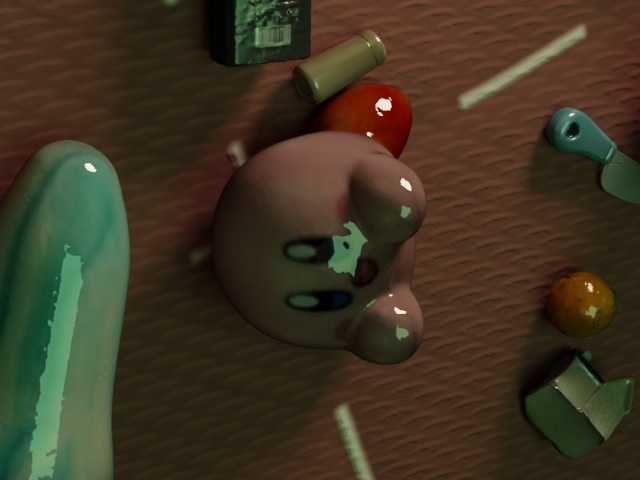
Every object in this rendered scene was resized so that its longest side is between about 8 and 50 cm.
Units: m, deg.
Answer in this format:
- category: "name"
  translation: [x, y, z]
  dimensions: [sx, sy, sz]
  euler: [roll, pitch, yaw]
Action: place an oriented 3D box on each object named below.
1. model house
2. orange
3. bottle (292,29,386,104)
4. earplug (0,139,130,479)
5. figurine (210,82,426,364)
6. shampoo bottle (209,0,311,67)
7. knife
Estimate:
- category: "model house"
  translation: [0.312, 0.189, 2.118]
  dimensions: [0.101, 0.088, 0.100]
  euler: [47, 53, -3]
- category: "orange"
  translation: [0.307, 0.076, 2.068]
  dimensions: [0.083, 0.083, 0.083]
  euler: [-11, 112, -28]
- category: "bottle"
  translation: [0.021, -0.180, 1.823]
  dimensions: [0.096, 0.045, 0.045]
  euler: [-31, 121, -21]
- category: "earplug"
  translation: [-0.262, 0.065, 1.669]
  dimensions: [0.185, 0.185, 0.324]
  euler: [5, 99, -33]
- category: "figurine"
  translation: [-0.005, -0.003, 1.786]
  dimensions: [0.211, 0.261, 0.270]
  euler: [0, 111, -3]
- category: "shampoo bottle"
  translation: [-0.058, -0.327, 1.705]
  dimensions: [0.098, 0.071, 0.309]
  euler: [-9, 112, -28]
- category: "knife"
  translation: [0.346, -0.086, 2.070]
  dimensions: [0.244, 0.032, 0.058]
  euler: [31, 87, -39]
